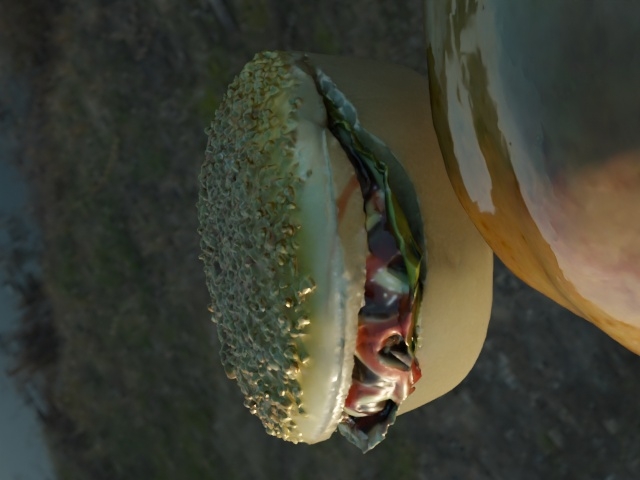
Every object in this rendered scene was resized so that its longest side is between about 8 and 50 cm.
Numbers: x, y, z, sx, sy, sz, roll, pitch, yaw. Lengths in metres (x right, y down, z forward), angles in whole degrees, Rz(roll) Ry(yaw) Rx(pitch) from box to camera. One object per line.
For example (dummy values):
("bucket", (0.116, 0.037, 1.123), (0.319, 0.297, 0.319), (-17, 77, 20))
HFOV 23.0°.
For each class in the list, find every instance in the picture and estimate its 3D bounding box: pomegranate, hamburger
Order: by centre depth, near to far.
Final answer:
("pomegranate", (0.252, -0.110, 0.876), (0.411, 0.411, 0.411), (37, 145, 32))
("hamburger", (0.000, 0.000, 1.147), (0.302, 0.170, 0.302), (172, 90, -68))
